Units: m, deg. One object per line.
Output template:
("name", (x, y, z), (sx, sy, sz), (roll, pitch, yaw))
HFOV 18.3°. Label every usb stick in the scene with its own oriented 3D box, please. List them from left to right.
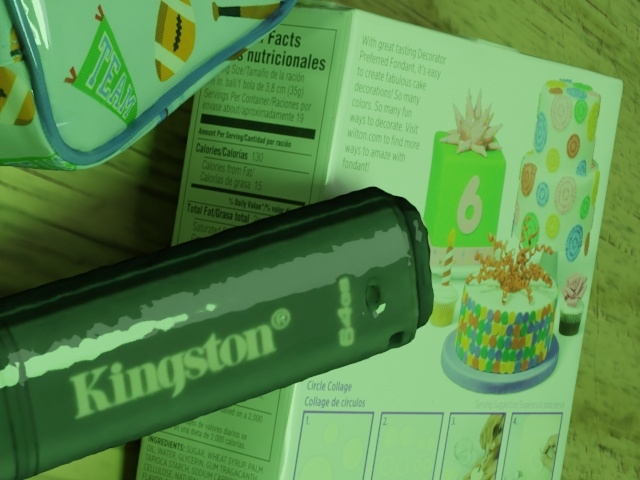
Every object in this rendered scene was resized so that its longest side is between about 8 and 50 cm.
("usb stick", (-0.077, 0.045, 0.819), (0.278, 0.045, 0.077), (-18, 108, -26))

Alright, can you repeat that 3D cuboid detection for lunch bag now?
("lunch bag", (-0.116, -0.183, 0.797), (0.243, 0.115, 0.303), (-48, 130, -49))

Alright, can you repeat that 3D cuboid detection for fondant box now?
("fondant box", (0.030, 0.059, 1.001), (0.238, 0.096, 0.330), (7, 94, -51))
